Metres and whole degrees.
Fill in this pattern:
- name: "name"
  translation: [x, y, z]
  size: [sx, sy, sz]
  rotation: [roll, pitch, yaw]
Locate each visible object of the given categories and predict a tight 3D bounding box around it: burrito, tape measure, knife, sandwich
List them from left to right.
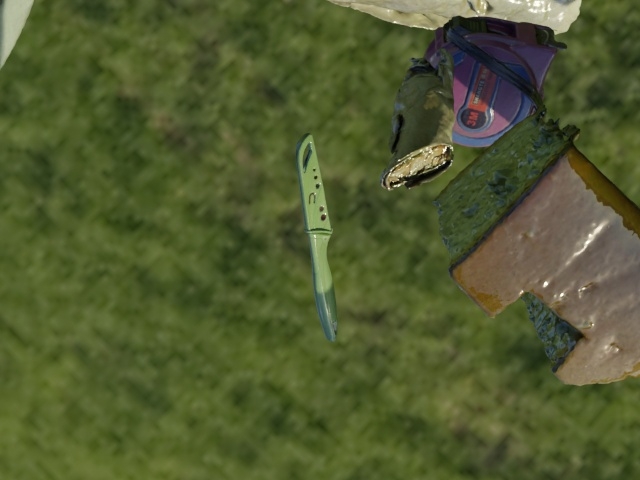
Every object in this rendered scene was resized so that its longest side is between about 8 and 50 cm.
- name: "knife"
  translation: [0.000, 0.000, 1.731]
  size: [0.014, 0.030, 0.207]
  rotation: [19, 128, 42]
- name: "burrito"
  translation: [0.087, -0.274, 2.049]
  size: [0.392, 0.076, 0.117]
  rotation: [10, 139, -19]
- name: "burrito"
  translation: [0.085, -0.099, 1.598]
  size: [0.055, 0.149, 0.041]
  rotation: [0, 137, 13]
- name: "tape measure"
  translation: [0.153, -0.146, 1.785]
  size: [0.125, 0.074, 0.118]
  rotation: [13, 120, -5]
- name: "sandwich"
  translation: [0.193, 0.025, 1.338]
  size: [0.235, 0.128, 0.122]
  rotation: [42, -168, -23]

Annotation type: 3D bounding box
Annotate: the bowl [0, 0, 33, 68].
- name: "bowl"
  translation: [-0.387, -0.253, 1.267]
  size: [0.435, 0.435, 0.196]
  rotation: [45, 162, 1]
